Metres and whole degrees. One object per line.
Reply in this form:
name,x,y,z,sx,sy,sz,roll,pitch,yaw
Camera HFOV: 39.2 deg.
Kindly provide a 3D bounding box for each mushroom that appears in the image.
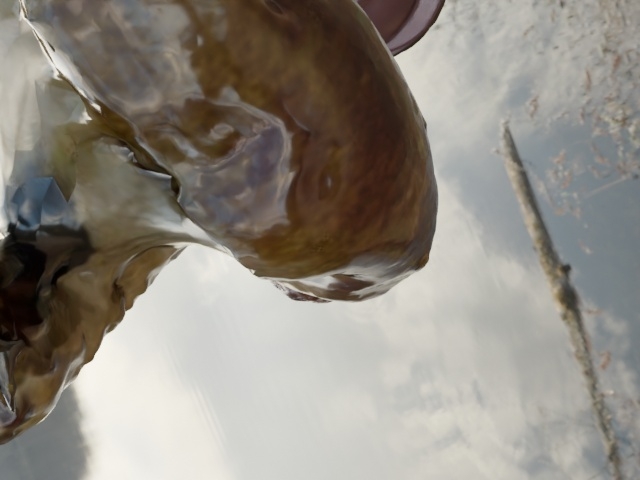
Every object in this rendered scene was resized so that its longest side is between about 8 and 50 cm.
mushroom,-0.088,-0.066,0.411,0.267,0.254,0.267,162,90,-79

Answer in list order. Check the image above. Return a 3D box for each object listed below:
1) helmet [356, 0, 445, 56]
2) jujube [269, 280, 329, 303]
helmet,-0.001,-0.395,1.342,0.338,0.197,0.271,12,104,38
jujube,0.000,0.000,1.338,0.183,0.183,0.243,68,-165,4
